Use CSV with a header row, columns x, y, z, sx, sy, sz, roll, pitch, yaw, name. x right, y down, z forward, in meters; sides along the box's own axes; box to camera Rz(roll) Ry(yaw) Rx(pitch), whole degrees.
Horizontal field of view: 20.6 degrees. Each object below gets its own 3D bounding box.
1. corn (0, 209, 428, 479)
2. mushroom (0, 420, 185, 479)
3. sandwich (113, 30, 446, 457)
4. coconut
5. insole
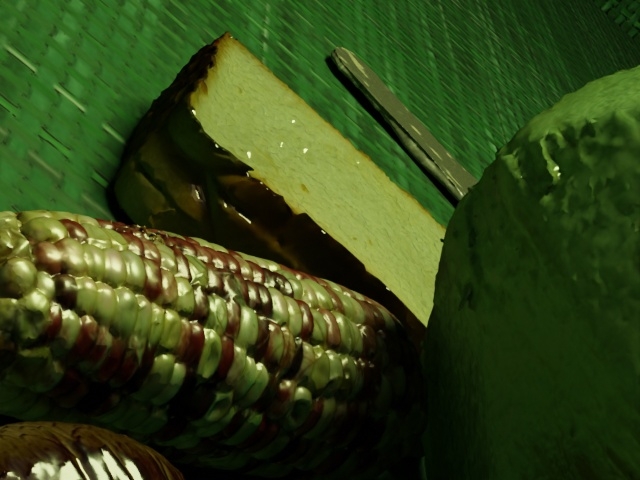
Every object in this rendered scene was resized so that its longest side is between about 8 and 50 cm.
x,y,z,sx,sy,sz,roll,pitch,yaw,name
-0.051,0.041,0.658,0.253,0.086,0.086,18,32,-51,corn
-0.076,0.101,0.437,0.126,0.109,0.085,-3,53,-46,mushroom
0.000,0.000,0.895,0.214,0.065,0.186,41,18,-13,sandwich
0.193,0.091,0.701,0.281,0.328,0.328,-12,56,-45,coconut
0.093,-0.052,1.308,0.248,0.011,0.081,47,17,6,insole
